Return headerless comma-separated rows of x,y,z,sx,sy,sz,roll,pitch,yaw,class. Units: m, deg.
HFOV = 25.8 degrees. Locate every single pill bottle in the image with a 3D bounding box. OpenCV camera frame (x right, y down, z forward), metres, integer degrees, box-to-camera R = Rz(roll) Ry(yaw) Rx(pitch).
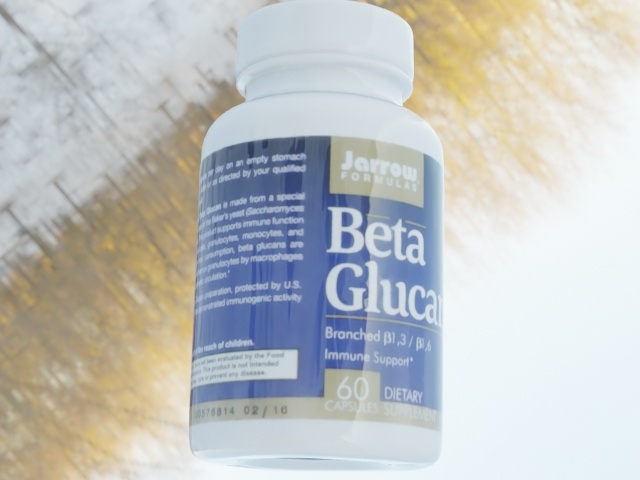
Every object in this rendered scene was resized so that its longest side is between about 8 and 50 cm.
0.000,0.000,0.529,0.094,0.169,0.094,1,167,0,pill bottle
